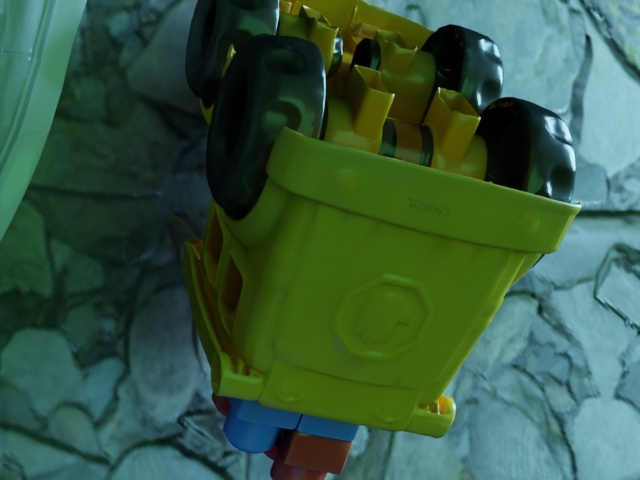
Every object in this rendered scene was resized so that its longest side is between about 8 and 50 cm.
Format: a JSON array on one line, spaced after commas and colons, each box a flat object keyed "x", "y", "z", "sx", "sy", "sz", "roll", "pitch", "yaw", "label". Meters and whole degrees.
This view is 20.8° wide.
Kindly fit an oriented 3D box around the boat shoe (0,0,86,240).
[{"x": -0.146, "y": -0.080, "z": 0.772, "sx": 0.063, "sy": 0.066, "sz": 0.184, "roll": 18, "pitch": 83, "yaw": -16, "label": "boat shoe"}]

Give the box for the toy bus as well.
[{"x": 0.000, "y": 0.000, "z": 0.809, "sx": 0.149, "sy": 0.220, "sz": 0.211, "roll": 12, "pitch": 115, "yaw": -19, "label": "toy bus"}]
